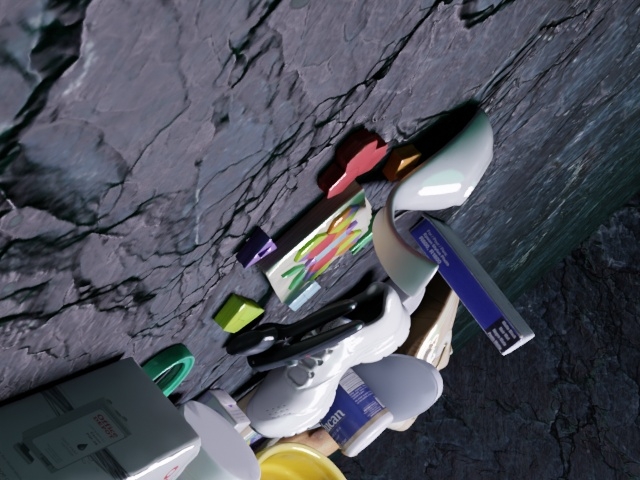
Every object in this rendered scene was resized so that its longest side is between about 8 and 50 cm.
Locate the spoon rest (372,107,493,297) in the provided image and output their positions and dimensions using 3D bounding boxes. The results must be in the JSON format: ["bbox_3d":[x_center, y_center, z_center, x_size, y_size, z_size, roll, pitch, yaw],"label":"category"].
[{"bbox_3d":[0.125,-0.056,1.192,0.137,0.084,0.276,-58,-179,42],"label":"spoon rest"}]

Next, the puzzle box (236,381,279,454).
[{"bbox_3d":[-0.221,0.387,1.659,0.409,0.052,0.272,-38,165,-20],"label":"puzzle box"}]

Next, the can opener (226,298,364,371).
[{"bbox_3d":[-0.023,0.115,1.250,0.186,0.059,0.073,-19,-179,34],"label":"can opener"}]

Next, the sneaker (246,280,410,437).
[{"bbox_3d":[0.002,0.163,1.551,0.297,0.111,0.129,-43,151,-16],"label":"sneaker"}]

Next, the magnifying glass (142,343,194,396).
[{"bbox_3d":[-0.212,0.196,1.164,0.231,0.026,0.092,-49,165,27],"label":"magnifying glass"}]

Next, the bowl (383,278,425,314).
[{"bbox_3d":[0.100,0.114,1.722,0.142,0.053,0.142,-38,166,-13],"label":"bowl"}]

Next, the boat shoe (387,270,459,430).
[{"bbox_3d":[0.171,0.182,1.834,0.098,0.109,0.302,29,83,-42],"label":"boat shoe"}]

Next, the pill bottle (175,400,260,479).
[{"bbox_3d":[-0.214,0.334,1.291,0.278,0.162,0.162,-45,166,9],"label":"pill bottle"}]

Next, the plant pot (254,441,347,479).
[{"bbox_3d":[-0.097,0.481,1.712,0.239,0.254,0.254,-34,174,39],"label":"plant pot"}]

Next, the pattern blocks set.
[{"bbox_3d":[0.000,0.000,1.157,0.285,0.026,0.325,-45,167,9],"label":"pattern blocks set"}]

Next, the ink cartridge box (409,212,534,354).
[{"bbox_3d":[0.217,0.065,1.540,0.045,0.223,0.224,-39,167,9],"label":"ink cartridge box"}]

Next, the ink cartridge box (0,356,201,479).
[{"bbox_3d":[-0.268,0.238,0.938,0.207,0.117,0.283,-50,164,27],"label":"ink cartridge box"}]

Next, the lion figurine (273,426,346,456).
[{"bbox_3d":[-0.039,0.364,1.917,0.392,0.142,0.240,-36,162,-15],"label":"lion figurine"}]

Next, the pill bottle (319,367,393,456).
[{"bbox_3d":[0.024,0.242,1.649,0.094,0.169,0.094,-40,165,-13],"label":"pill bottle"}]

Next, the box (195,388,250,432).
[{"bbox_3d":[-0.234,0.328,1.418,0.324,0.063,0.067,-44,168,5],"label":"box"}]

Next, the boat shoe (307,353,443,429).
[{"bbox_3d":[0.073,0.246,1.740,0.306,0.113,0.105,-23,177,32],"label":"boat shoe"}]
